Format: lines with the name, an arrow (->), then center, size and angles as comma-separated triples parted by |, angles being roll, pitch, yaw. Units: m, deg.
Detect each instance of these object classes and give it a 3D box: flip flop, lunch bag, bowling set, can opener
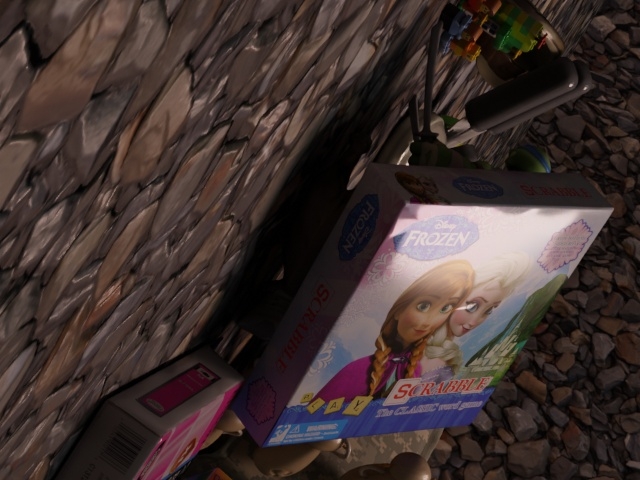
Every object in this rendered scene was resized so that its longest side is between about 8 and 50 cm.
flip flop -> 0.240, -0.245, 2.085 | 0.080, 0.112, 0.277 | -39, 175, -13
lunch bag -> -0.003, 0.246, 1.972 | 0.287, 0.235, 0.169 | -50, -168, -32
bowling set -> -0.012, 0.169, 1.800 | 0.154, 0.287, 0.200 | -34, -138, 53
can opener -> 0.229, -0.151, 2.095 | 0.280, 0.093, 0.074 | -29, 163, 33

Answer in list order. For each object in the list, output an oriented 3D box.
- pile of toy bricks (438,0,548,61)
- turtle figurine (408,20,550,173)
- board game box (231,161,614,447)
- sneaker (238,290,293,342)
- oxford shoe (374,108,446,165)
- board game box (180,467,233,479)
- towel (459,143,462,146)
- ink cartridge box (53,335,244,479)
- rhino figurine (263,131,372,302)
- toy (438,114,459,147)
pile of toy bricks -> 0.200, -0.241, 1.750 | 0.118, 0.105, 0.212 | -54, 173, -18
turtle figurine -> 0.107, -0.046, 1.783 | 0.266, 0.275, 0.198 | -48, -165, -16
board game box -> 0.108, 0.068, 1.650 | 0.318, 0.066, 0.318 | -1, 130, -43
sneaker -> -0.053, 0.079, 1.757 | 0.061, 0.053, 0.152 | -61, -179, 2
oxford shoe -> 0.126, 0.029, 2.068 | 0.169, 0.130, 0.449 | -35, 142, -39
board game box -> -0.175, 0.302, 1.651 | 0.124, 0.039, 0.259 | -52, -165, -32
towel -> 0.179, -0.093, 2.643 | 0.237, 0.021, 0.102 | -56, 174, 2
ink cartridge box -> -0.164, 0.199, 1.504 | 0.176, 0.069, 0.371 | -57, 175, 11
rhino figurine -> 0.000, 0.000, 1.643 | 0.106, 0.073, 0.243 | -56, 176, -37
toy -> 0.137, -0.074, 2.304 | 0.237, 0.056, 0.137 | -64, 167, 22
